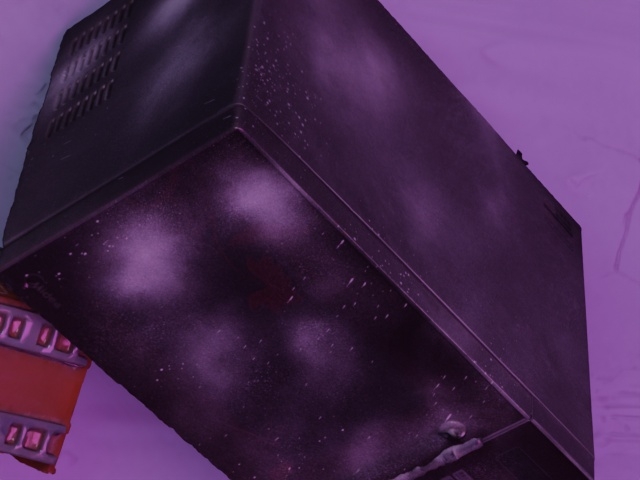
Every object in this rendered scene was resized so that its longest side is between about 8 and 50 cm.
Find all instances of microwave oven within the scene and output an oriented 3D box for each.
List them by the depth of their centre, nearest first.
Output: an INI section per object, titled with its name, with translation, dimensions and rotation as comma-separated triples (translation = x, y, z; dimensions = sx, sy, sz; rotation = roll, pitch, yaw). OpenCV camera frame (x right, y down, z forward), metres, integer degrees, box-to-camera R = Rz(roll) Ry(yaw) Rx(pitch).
[microwave oven]
translation = 0.000, 0.000, 1.544
dimensions = 0.236, 0.374, 0.432
rotation = -28, 123, 27

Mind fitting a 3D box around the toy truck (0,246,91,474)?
[toy truck]
translation = -0.367, 0.057, 1.452
dimensions = 0.387, 0.207, 0.173
rotation = 17, 91, -30
